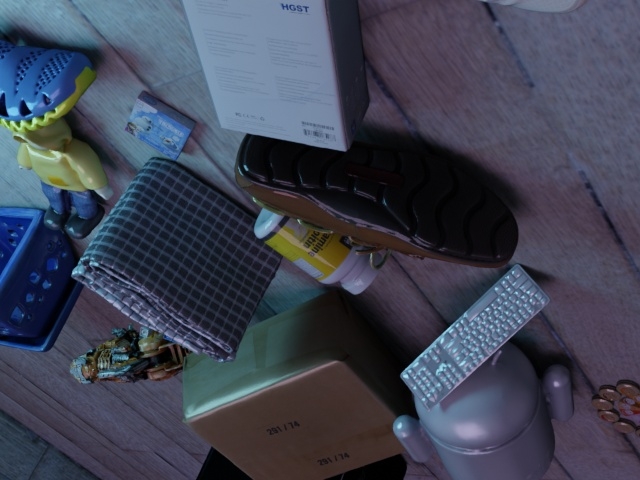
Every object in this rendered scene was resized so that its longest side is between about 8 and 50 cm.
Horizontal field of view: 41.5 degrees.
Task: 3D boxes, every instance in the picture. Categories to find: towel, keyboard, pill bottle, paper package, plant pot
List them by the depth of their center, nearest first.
[{"bbox_3d":[0.224,0.146,1.248,0.256,0.014,0.072,-47,72,20],"label":"keyboard"},{"bbox_3d":[0.000,0.000,1.259,0.184,0.103,0.103,36,146,-17],"label":"pill bottle"},{"bbox_3d":[-0.206,0.031,1.321,0.283,0.235,0.121,34,140,-14],"label":"towel"},{"bbox_3d":[-0.030,0.284,1.518,0.324,0.168,0.309,-26,128,19],"label":"paper package"},{"bbox_3d":[-0.615,0.087,1.674,0.236,0.236,0.212,3,148,31],"label":"plant pot"}]

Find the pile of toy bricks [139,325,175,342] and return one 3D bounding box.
[{"bbox_3d":[-0.248,0.081,1.534,0.118,0.105,0.212,17,107,13],"label":"pile of toy bricks"}]

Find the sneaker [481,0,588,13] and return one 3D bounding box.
[{"bbox_3d":[0.116,-0.269,0.796,0.292,0.118,0.110,20,145,4],"label":"sneaker"}]

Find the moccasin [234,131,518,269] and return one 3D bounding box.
[{"bbox_3d":[0.071,-0.044,1.117,0.380,0.139,0.147,11,164,4],"label":"moccasin"}]

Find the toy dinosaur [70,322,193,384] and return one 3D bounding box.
[{"bbox_3d":[-0.310,0.220,1.627,0.321,0.218,0.164,10,103,9],"label":"toy dinosaur"}]

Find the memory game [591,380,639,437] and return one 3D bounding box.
[{"bbox_3d":[0.542,0.285,1.392,0.186,0.012,0.186,17,147,12],"label":"memory game"}]

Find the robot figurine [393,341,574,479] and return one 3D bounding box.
[{"bbox_3d":[0.274,0.289,1.399,0.299,0.200,0.353,-23,133,6],"label":"robot figurine"}]

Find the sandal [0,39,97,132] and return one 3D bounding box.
[{"bbox_3d":[-0.461,-0.238,1.215,0.317,0.126,0.138,1,136,30],"label":"sandal"}]

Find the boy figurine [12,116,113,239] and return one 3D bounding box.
[{"bbox_3d":[-0.424,-0.116,1.386,0.177,0.092,0.285,22,150,9],"label":"boy figurine"}]

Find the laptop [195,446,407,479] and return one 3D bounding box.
[{"bbox_3d":[-0.035,0.531,1.773,0.236,0.382,0.408,3,141,31],"label":"laptop"}]

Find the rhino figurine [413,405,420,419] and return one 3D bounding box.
[{"bbox_3d":[0.176,0.362,1.683,0.243,0.073,0.106,4,138,27],"label":"rhino figurine"}]

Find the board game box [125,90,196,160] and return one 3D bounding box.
[{"bbox_3d":[-0.239,-0.169,1.254,0.090,0.020,0.090,30,145,-8],"label":"board game box"}]

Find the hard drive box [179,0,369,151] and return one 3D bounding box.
[{"bbox_3d":[-0.048,-0.227,0.984,0.181,0.089,0.232,13,146,18],"label":"hard drive box"}]
